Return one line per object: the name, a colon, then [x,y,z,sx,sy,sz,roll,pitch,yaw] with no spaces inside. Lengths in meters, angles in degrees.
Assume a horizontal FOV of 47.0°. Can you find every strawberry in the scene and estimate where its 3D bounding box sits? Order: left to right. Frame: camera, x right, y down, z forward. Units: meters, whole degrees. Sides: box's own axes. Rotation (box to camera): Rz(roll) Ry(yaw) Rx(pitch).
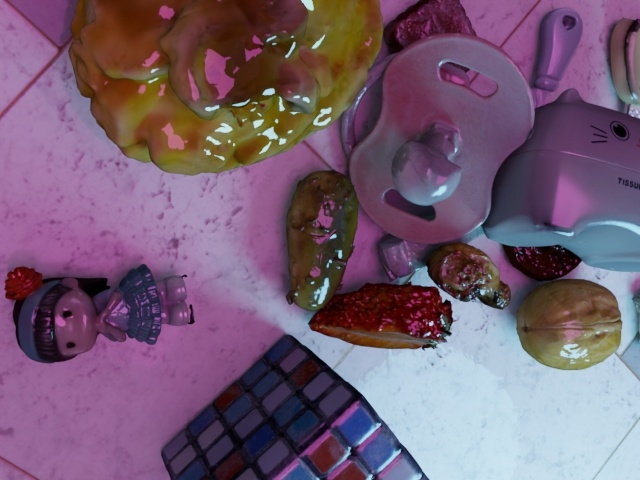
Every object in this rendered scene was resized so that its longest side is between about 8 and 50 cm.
strawberry: [0.102,0.121,1.206,0.228,0.174,0.098,1,72,11]

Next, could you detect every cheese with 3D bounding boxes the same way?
cheese: [0.579,-0.274,1.349,0.127,0.054,0.252,-1,102,-23]

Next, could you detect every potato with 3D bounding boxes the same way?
potato: [0.000,0.000,1.147,0.117,0.090,0.226,7,97,-23]

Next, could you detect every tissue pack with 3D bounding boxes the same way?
tissue pack: [0.435,-0.090,1.187,0.332,0.229,0.236,14,81,-18]

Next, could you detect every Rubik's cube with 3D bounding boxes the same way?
Rubik's cube: [-0.024,0.364,1.105,0.292,0.287,0.293,-40,112,-11]

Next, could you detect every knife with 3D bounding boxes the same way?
knife: [0.370,-0.241,1.276,0.080,0.044,0.332,16,96,-17]

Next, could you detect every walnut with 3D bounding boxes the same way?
walnut: [0.446,0.151,1.326,0.197,0.165,0.165,-8,104,-20]

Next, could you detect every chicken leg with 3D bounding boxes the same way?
chicken leg: [0.262,0.067,1.232,0.087,0.107,0.251,-56,145,4]

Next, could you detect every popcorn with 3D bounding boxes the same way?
popcorn: [-0.126,-0.264,0.924,0.344,0.354,0.390,60,33,-1]

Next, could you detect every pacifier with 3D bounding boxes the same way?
pacifier: [0.170,-0.138,1.096,0.220,0.273,0.332,8,120,-27]

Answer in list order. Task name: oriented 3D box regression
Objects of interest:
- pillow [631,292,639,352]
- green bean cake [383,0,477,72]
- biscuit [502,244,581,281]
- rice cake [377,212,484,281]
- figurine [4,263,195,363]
pillow: [0.707,0.146,1.475,0.181,0.078,0.134,-22,105,-14]
green bean cake: [0.179,-0.314,1.175,0.135,0.056,0.135,-36,110,-12]
biscuit: [0.418,-0.018,1.338,0.191,0.049,0.192,-3,101,-14]
rice cake: [0.189,-0.006,1.238,0.206,0.063,0.069,-29,107,-16]
figurine: [-0.308,0.091,1.036,0.245,0.110,0.138,-8,94,-24]
